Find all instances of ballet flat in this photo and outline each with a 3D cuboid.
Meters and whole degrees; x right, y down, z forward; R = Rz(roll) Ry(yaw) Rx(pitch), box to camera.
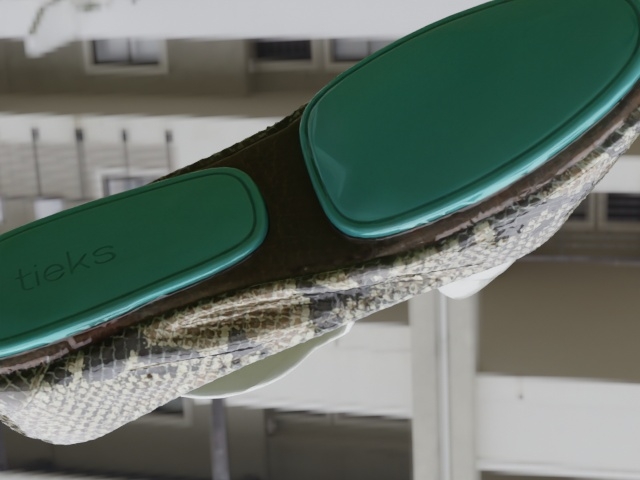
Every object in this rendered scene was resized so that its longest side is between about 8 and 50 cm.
[{"bbox_3d":[0.000,0.000,0.872,0.483,0.182,0.164,-24,-130,8],"label":"ballet flat"}]
